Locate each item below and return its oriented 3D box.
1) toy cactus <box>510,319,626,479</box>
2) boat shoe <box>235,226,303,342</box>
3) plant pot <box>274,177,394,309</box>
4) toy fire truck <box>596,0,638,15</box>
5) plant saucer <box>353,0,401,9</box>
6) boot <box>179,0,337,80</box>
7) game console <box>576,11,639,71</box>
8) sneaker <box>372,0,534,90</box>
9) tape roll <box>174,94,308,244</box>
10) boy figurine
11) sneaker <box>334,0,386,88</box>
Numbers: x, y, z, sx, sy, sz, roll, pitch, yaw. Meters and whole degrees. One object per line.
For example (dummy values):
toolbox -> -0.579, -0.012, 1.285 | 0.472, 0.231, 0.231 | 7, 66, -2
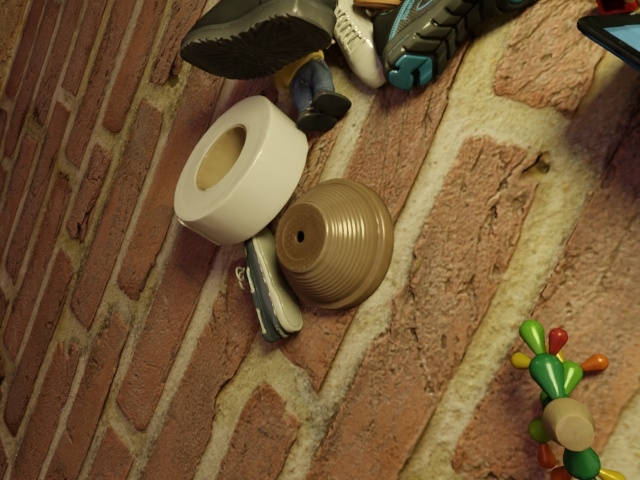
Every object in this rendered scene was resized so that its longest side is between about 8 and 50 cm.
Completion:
toy cactus -> 0.282, 0.197, 0.562 | 0.112, 0.180, 0.219 | -9, 81, 18
boat shoe -> -0.110, 0.069, 0.966 | 0.079, 0.095, 0.255 | -29, 73, 21
plant pot -> 0.000, 0.000, 0.872 | 0.237, 0.109, 0.238 | -9, 76, 38
toy fire truck -> 0.434, -0.372, 0.607 | 0.192, 0.047, 0.136 | -9, 73, 39
plant saucer -> 0.097, -0.404, 0.859 | 0.083, 0.083, 0.013 | 26, 120, 40
boot -> -0.073, -0.534, 0.892 | 0.366, 0.146, 0.446 | 5, 81, 42
game console -> 0.461, -0.208, 0.478 | 0.250, 0.173, 0.293 | -49, 56, 23
sneaker -> 0.215, -0.384, 0.747 | 0.340, 0.125, 0.140 | -32, 57, 27
tape roll -> -0.159, -0.135, 0.977 | 0.286, 0.100, 0.286 | -27, 45, 32
boy figurine -> -0.038, -0.347, 0.977 | 0.177, 0.092, 0.285 | -44, 54, 42
sneaker -> 0.056, -0.372, 0.902 | 0.090, 0.094, 0.235 | -37, 62, 28
